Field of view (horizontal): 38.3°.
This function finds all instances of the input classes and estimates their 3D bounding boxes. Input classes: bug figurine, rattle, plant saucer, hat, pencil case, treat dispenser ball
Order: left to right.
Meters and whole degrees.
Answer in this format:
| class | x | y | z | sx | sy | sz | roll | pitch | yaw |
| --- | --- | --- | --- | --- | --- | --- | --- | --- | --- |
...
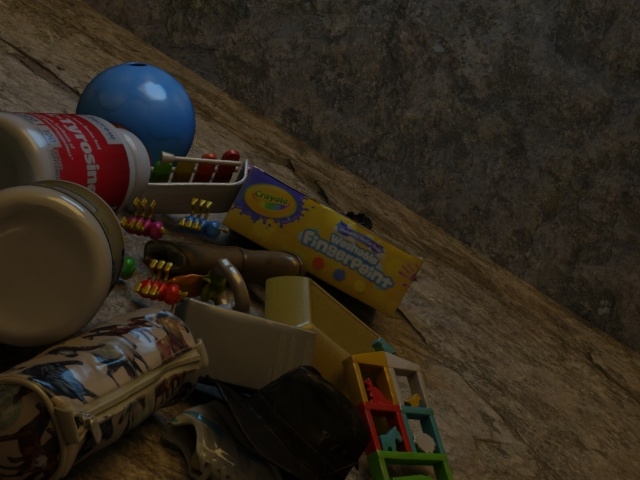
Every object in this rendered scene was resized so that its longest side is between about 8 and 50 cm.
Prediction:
| class | x | y | z | sx | sy | sz | roll | pitch | yaw |
| --- | --- | --- | --- | --- | --- | --- | --- | --- | --- |
| pencil case | -0.302 | 0.204 | 1.238 | 0.183 | 0.160 | 0.410 | 3 | 9 | 17 |
| treat dispenser ball | -0.448 | -0.286 | 2.242 | 0.288 | 0.288 | 0.288 | 27 | 16 | -9 |
| bug figurine | -0.317 | 0.020 | 1.791 | 0.216 | 0.072 | 0.279 | 15 | 45 | 12 |
| rattle | -0.196 | 0.141 | 1.794 | 0.142 | 0.130 | 0.200 | -8 | 66 | -46 |
| hat | -0.014 | 0.276 | 1.402 | 0.331 | 0.134 | 0.331 | 43 | -2 | 2 |
| plant saucer | 0.038 | 0.211 | 1.818 | 0.332 | 0.081 | 0.333 | 41 | 13 | -15 |

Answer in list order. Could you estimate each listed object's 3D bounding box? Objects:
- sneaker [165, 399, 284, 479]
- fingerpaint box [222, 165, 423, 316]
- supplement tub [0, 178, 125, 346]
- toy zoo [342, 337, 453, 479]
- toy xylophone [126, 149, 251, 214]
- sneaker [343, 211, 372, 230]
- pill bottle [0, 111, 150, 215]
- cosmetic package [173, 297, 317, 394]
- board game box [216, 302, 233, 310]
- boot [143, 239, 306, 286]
| class | x | y | z | sx | sy | sz | roll | pitch | yaw |
| --- | --- | --- | --- | --- | --- | --- | --- | --- | --- |
| sneaker | -0.134 | 0.329 | 1.327 | 0.092 | 0.087 | 0.228 | -11 | 39 | -43 |
| fingerpaint box | 0.000 | 0.000 | 2.243 | 0.444 | 0.163 | 0.371 | 29 | 1 | -3 |
| supplement tub | -0.420 | 0.023 | 1.412 | 0.228 | 0.228 | 0.316 | 27 | 3 | -9 |
| toy zoo | 0.136 | 0.313 | 1.666 | 0.192 | 0.030 | 0.293 | 14 | 50 | -43 |
| toy xylophone | -0.302 | -0.142 | 2.116 | 0.322 | 0.236 | 0.081 | 3 | 56 | -31 |
| sneaker | 0.002 | -0.016 | 2.548 | 0.276 | 0.135 | 0.098 | 7 | 29 | 4 |
| pill bottle | -0.508 | -0.132 | 1.785 | 0.229 | 0.229 | 0.407 | 34 | 17 | 14 |
| cosmetic package | -0.137 | 0.189 | 1.553 | 0.237 | 0.127 | 0.107 | 18 | -18 | -16 |
| board game box | -0.210 | 0.152 | 1.730 | 0.090 | 0.020 | 0.090 | -11 | 23 | -1 |
| boot | -0.198 | 0.052 | 1.948 | 0.236 | 0.089 | 0.269 | 3 | -3 | 36 |
